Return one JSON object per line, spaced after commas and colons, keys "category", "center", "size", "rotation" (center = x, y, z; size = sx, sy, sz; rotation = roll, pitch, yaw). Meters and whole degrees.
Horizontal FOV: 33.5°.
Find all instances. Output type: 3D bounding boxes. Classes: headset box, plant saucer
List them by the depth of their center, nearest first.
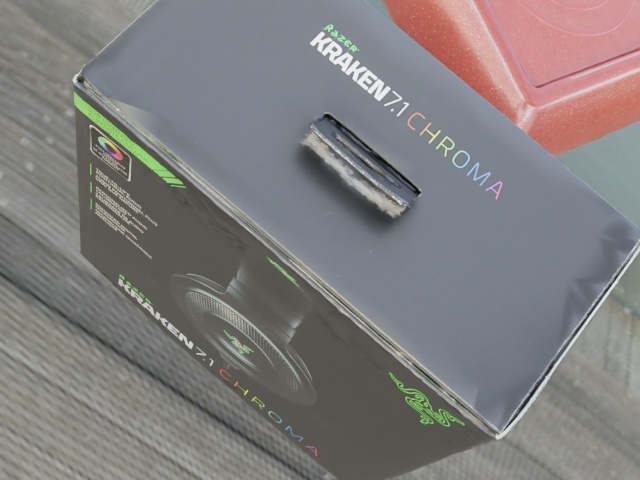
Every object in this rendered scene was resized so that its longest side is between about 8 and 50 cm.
{"category": "headset box", "center": [0.000, 0.000, 0.581], "size": [0.246, 0.283, 0.131], "rotation": [41, 69, 2]}
{"category": "plant saucer", "center": [0.149, -0.194, 0.716], "size": [0.258, 0.047, 0.259], "rotation": [-23, 84, -33]}
